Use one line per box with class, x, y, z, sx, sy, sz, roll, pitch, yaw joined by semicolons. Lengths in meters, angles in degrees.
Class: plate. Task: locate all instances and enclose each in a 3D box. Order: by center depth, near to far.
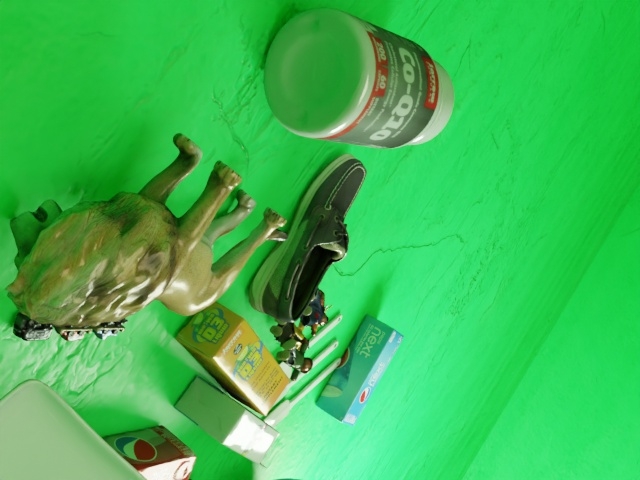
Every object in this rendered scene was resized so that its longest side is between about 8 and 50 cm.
plate;-0.334;0.314;0.844;0.278;0.045;0.277;-39;119;-8

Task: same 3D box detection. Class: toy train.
toy train;-0.285;0.099;0.891;0.158;0.027;0.036;7;111;-58

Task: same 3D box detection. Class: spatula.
spatula;-0.033;0.242;1.406;0.242;0.019;0.168;-36;140;-38

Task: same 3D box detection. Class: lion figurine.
lion figurine;-0.171;0.022;0.900;0.240;0.142;0.392;-53;154;-2

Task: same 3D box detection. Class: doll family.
doll family;-0.027;0.130;1.260;0.193;0.076;0.111;-63;149;-13

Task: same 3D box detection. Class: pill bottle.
pill bottle;0.067;-0.209;1.056;0.283;0.161;0.161;-3;116;-56

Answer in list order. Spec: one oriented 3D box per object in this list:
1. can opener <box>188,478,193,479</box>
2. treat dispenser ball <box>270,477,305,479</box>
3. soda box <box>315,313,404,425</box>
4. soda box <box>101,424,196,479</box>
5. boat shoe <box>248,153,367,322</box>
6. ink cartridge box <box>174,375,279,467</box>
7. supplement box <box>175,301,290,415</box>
can opener;-0.246;0.428;1.182;0.186;0.059;0.073;-24;132;-47
treat dispenser ball;-0.057;0.568;1.357;0.288;0.288;0.288;-37;141;-37
soda box;0.079;0.259;1.538;0.210;0.071;0.067;-59;149;-6
soda box;-0.285;0.318;1.010;0.263;0.083;0.092;8;107;-58
boat shoe;0.000;0.000;1.187;0.285;0.092;0.103;-57;150;-11
ink cartridge box;-0.135;0.284;1.193;0.062;0.104;0.181;-54;150;-13
supplement box;-0.125;0.179;1.153;0.078;0.080;0.233;-54;147;-18
